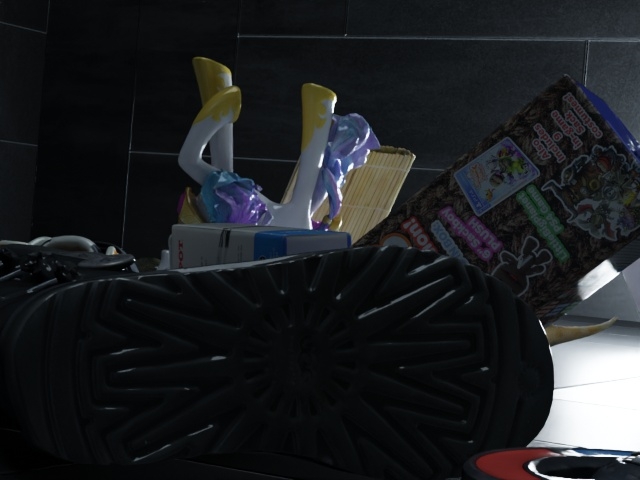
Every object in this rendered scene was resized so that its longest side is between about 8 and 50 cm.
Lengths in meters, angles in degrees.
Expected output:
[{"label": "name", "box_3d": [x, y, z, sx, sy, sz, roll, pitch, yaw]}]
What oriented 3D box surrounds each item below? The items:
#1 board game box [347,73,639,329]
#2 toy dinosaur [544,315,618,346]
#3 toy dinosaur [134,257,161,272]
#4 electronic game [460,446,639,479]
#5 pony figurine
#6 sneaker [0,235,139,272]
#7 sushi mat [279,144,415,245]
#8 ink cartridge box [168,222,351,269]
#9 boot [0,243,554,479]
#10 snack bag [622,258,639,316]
[{"label": "board game box", "box_3d": [0.165, 0.008, 1.327, 0.291, 0.141, 0.232, -39, -12, 13]}, {"label": "toy dinosaur", "box_3d": [0.230, 0.113, 1.648, 0.183, 0.092, 0.053, 5, 1, 22]}, {"label": "toy dinosaur", "box_3d": [-0.209, 0.063, 1.963, 0.160, 0.121, 0.313, 14, 5, 7]}, {"label": "electronic game", "box_3d": [0.190, 0.138, 0.802, 0.229, 0.048, 0.229, 5, 1, 0]}, {"label": "pony figurine", "box_3d": [-0.057, -0.003, 1.803, 0.351, 0.363, 0.303, 21, -13, -20]}, {"label": "sneaker", "box_3d": [-0.226, 0.062, 1.536, 0.126, 0.127, 0.321, 3, -2, 25]}, {"label": "sushi mat", "box_3d": [0.000, 0.000, 2.008, 0.151, 0.316, 0.019, 11, 31, -22]}, {"label": "ink cartridge box", "box_3d": [-0.062, 0.059, 1.475, 0.086, 0.148, 0.203, -4, 6, -35]}, {"label": "boot", "box_3d": [-0.099, 0.076, 1.088, 0.367, 0.146, 0.445, 7, -5, -24]}, {"label": "snack bag", "box_3d": [0.407, 0.046, 1.424, 0.037, 0.323, 0.342, -38, 25, -29]}]
